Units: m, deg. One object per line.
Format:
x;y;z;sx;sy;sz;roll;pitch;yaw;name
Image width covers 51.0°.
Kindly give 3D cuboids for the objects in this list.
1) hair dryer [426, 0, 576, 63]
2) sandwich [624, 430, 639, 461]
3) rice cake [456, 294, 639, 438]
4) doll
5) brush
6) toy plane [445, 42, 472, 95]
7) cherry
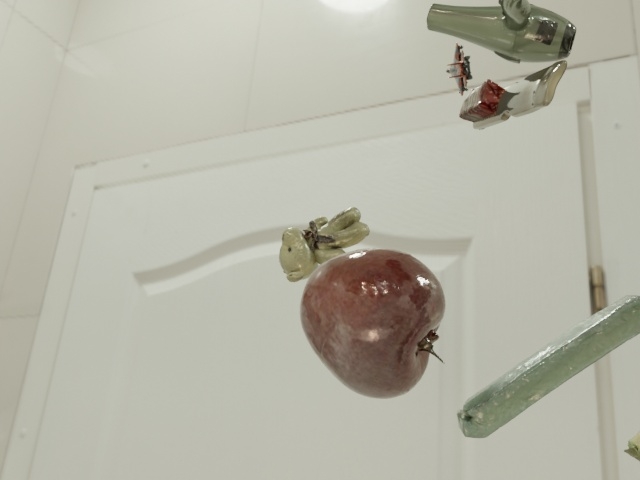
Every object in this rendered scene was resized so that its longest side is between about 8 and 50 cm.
0.239;-0.347;1.004;0.229;0.093;0.267;18;1;38;hair dryer
0.324;0.197;0.470;0.193;0.058;0.162;44;-5;22;sandwich
0.348;0.192;1.009;0.336;0.063;0.066;-33;-6;5;rice cake
-0.002;-0.003;1.908;0.278;0.149;0.175;-31;14;2;doll
0.257;-0.203;0.942;0.050;0.060;0.321;24;3;-5;brush
0.350;-0.433;1.698;0.061;0.130;0.189;-8;13;10;toy plane
0.087;0.135;1.184;0.307;0.261;0.221;29;24;36;cherry
